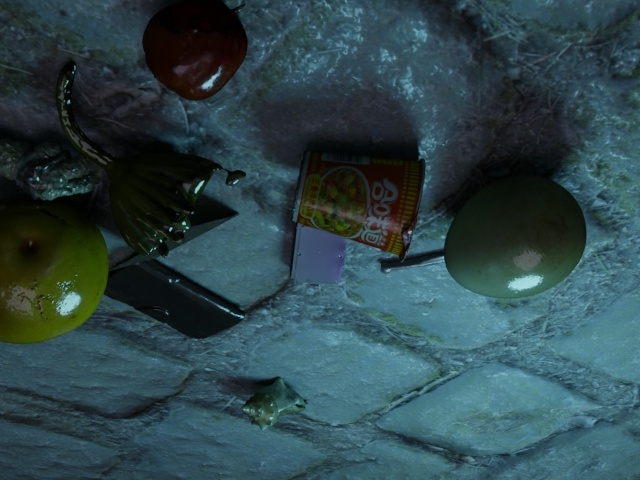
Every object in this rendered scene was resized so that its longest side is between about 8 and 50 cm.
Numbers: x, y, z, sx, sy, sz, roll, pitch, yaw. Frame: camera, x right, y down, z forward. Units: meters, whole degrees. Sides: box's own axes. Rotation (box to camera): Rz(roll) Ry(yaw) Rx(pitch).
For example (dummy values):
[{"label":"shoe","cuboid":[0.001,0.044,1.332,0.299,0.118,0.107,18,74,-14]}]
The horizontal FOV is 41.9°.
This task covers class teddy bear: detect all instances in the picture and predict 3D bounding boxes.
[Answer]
[{"label":"teddy bear","cuboid":[-0.500,-0.119,1.466,0.213,0.111,0.133,12,137,-16]}]

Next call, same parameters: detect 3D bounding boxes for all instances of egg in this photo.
[{"label":"egg","cuboid":[0.345,0.000,1.534,0.218,0.218,0.295,21,152,-25]}]

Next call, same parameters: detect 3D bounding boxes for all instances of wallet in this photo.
[{"label":"wallet","cuboid":[-0.329,0.132,1.846,0.165,0.042,0.309,-30,133,31]}]

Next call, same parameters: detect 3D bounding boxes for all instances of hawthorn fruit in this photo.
[{"label":"hawthorn fruit","cuboid":[-0.174,-0.289,1.225,0.172,0.148,0.148,-30,134,18]}]

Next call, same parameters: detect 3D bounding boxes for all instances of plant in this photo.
[{"label":"plant","cuboid":[-0.337,-0.136,1.467,0.333,0.180,0.251,42,117,-8]}]

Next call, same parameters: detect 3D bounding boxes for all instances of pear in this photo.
[{"label":"pear","cuboid":[-0.546,0.066,1.571,0.285,0.285,0.336,21,140,-25]}]

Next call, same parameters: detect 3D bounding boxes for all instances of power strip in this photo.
[{"label":"power strip","cuboid":[0.000,0.000,1.676,0.109,0.037,0.279,4,142,-4]}]

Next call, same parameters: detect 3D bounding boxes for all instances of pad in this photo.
[{"label":"pad","cuboid":[-0.285,0.004,1.627,0.235,0.003,0.158,-25,177,29]}]

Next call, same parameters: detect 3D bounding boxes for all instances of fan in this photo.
[{"label":"fan","cuboid":[0.263,0.040,1.739,0.282,0.023,0.057,-10,150,13]}]

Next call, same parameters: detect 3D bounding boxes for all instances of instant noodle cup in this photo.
[{"label":"instant noodle cup","cuboid":[0.061,-0.073,1.479,0.212,0.193,0.193,12,142,-2]}]

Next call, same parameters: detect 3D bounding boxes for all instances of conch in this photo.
[{"label":"conch","cuboid":[-0.116,0.412,2.167,0.234,0.114,0.137,-18,168,-38]}]
